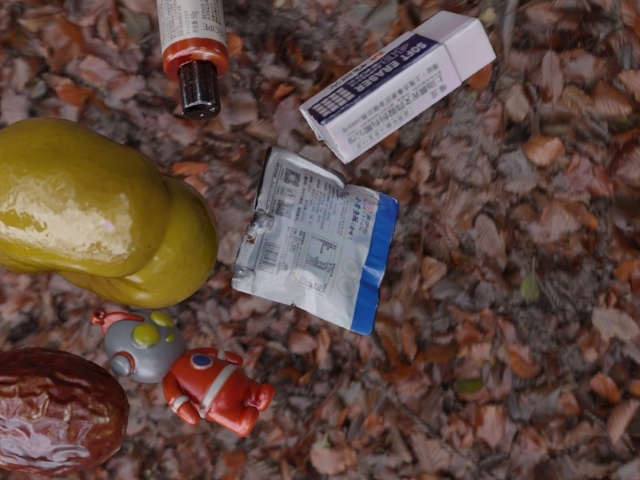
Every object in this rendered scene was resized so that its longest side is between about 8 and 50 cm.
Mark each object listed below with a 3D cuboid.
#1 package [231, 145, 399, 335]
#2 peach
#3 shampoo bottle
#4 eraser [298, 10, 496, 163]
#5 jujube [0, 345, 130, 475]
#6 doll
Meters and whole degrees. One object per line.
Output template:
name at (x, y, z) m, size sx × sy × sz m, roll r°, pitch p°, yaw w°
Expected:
package at (0.000, 0.000, 0.895) m, size 0.173 × 0.171 × 0.027 m, roll 23°, pitch 155°, yaw -21°
peach at (-0.213, -0.020, 0.789) m, size 0.251 × 0.251 × 0.153 m, roll 20°, pitch 87°, yaw 10°
shampoo bottle at (-0.201, -0.323, 1.306) m, size 0.104 × 0.104 × 0.278 m, roll -17°, pitch 71°, yaw 23°
eraser at (0.116, -0.245, 1.281) m, size 0.287 × 0.130 × 0.086 m, roll -36°, pitch 120°, yaw -3°
jujube at (-0.445, 0.265, 1.274) m, size 0.291 × 0.197 × 0.197 m, roll 11°, pitch 114°, yaw -7°
doll at (-0.241, 0.204, 1.391) m, size 0.337 × 0.200 × 0.105 m, roll 29°, pitch 119°, yaw 7°
